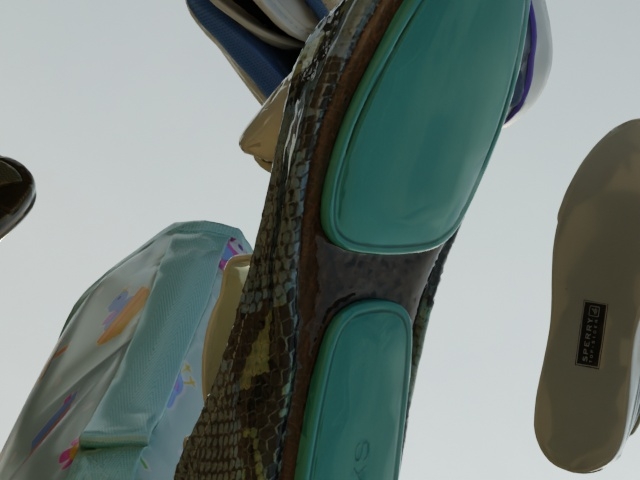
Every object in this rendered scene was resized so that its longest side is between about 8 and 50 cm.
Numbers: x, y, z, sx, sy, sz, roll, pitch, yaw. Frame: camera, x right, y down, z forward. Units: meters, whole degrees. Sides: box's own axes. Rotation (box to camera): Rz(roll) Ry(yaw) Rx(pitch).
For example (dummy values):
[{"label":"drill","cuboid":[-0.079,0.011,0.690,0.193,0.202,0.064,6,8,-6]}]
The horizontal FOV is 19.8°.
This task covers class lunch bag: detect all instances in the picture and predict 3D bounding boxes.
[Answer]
[{"label":"lunch bag","cuboid":[-0.074,0.145,0.740,0.160,0.223,0.262,14,-62,2]}]

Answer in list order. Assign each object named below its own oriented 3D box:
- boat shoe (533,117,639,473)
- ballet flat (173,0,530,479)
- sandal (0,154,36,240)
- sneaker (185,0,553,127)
[{"label":"boat shoe","cuboid":[0.180,0.032,1.116,0.078,0.070,0.219,17,-79,23]},{"label":"ballet flat","cuboid":[0.000,0.000,0.474,0.070,0.070,0.188,23,-80,45]},{"label":"sandal","cuboid":[-0.245,0.035,1.014,0.090,0.219,0.060,32,-17,34]},{"label":"sneaker","cuboid":[0.012,-0.196,1.003,0.130,0.236,0.322,-15,-89,36]}]
